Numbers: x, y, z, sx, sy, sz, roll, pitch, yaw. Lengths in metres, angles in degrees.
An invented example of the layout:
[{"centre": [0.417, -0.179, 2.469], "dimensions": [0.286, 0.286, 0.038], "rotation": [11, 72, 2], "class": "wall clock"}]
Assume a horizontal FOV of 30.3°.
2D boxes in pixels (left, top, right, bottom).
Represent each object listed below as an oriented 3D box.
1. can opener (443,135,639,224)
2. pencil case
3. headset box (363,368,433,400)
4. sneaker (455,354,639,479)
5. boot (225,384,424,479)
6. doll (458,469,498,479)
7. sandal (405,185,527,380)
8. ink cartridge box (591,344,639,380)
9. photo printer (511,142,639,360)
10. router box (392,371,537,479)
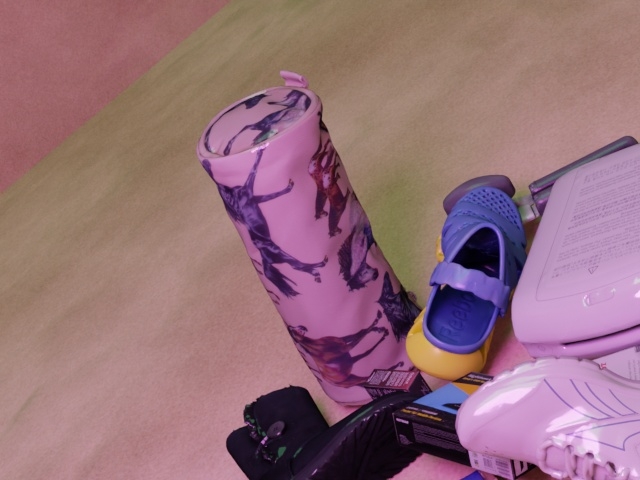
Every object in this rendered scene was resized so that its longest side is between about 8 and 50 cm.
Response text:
[{"centre": [0.310, -0.071, 1.626], "dimensions": [0.280, 0.093, 0.074], "rotation": [-23, 27, 11], "class": "can opener"}, {"centre": [0.000, 0.000, 1.488], "dimensions": [0.160, 0.410, 0.183], "rotation": [-1, 35, 45], "class": "pencil case"}, {"centre": [0.103, 0.189, 1.442], "dimensions": [0.083, 0.062, 0.032], "rotation": [-5, 39, 46], "class": "headset box"}, {"centre": [0.276, 0.189, 1.120], "dimensions": [0.297, 0.111, 0.129], "rotation": [0, 45, 10], "class": "sneaker"}, {"centre": [0.003, 0.230, 1.448], "dimensions": [0.246, 0.094, 0.207], "rotation": [-40, 30, 1], "class": "boot"}, {"centre": [0.112, 0.310, 1.250], "dimensions": [0.189, 0.046, 0.129], "rotation": [-33, 26, 0], "class": "doll"}, {"centre": [0.201, 0.028, 1.481], "dimensions": [0.126, 0.138, 0.317], "rotation": [17, 42, 3], "class": "sandal"}, {"centre": [0.354, 0.154, 1.228], "dimensions": [0.135, 0.056, 0.099], "rotation": [-22, 28, 22], "class": "ink cartridge box"}, {"centre": [0.363, 0.010, 1.380], "dimensions": [0.256, 0.107, 0.307], "rotation": [-22, 27, 38], "class": "photo printer"}, {"centre": [0.188, 0.199, 1.299], "dimensions": [0.133, 0.046, 0.179], "rotation": [-21, 17, -36], "class": "router box"}]
